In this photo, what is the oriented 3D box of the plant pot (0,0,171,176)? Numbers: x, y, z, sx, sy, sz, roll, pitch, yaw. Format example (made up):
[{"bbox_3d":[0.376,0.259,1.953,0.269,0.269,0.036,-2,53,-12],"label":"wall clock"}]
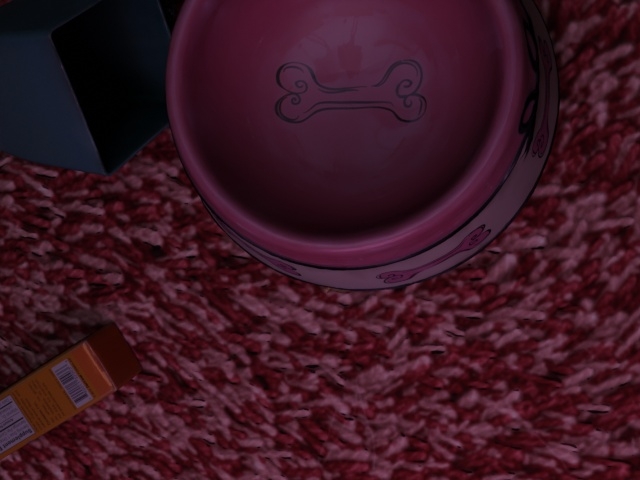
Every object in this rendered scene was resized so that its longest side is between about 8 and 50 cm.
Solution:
[{"bbox_3d":[-0.300,-0.187,1.080,0.234,0.165,0.165,5,128,31],"label":"plant pot"}]

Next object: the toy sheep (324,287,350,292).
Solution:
[{"bbox_3d":[0.000,0.000,1.081,0.091,0.091,0.132,-32,90,20],"label":"toy sheep"}]

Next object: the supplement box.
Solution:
[{"bbox_3d":[-0.344,0.196,1.230,0.233,0.078,0.080,-29,94,20],"label":"supplement box"}]

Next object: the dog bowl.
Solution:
[{"bbox_3d":[0.030,-0.152,0.963,0.408,0.150,0.407,0,88,12],"label":"dog bowl"}]

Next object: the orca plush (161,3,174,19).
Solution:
[{"bbox_3d":[-0.180,-0.341,1.057,0.151,0.102,0.287,38,143,-19],"label":"orca plush"}]
